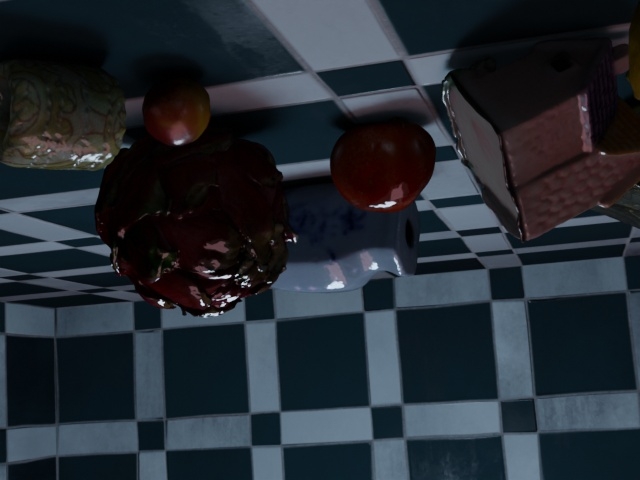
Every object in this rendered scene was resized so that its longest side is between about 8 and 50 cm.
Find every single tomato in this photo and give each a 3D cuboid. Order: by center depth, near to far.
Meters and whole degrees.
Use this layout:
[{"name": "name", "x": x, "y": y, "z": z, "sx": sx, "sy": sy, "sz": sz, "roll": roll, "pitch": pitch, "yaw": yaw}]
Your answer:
[{"name": "tomato", "x": 0.114, "y": -0.122, "z": 1.607, "sx": 0.187, "sy": 0.152, "sz": 0.187, "roll": -9, "pitch": 170, "yaw": -1}]

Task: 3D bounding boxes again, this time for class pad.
[{"name": "pad", "x": 0.487, "y": -0.090, "z": 1.734, "sx": 0.367, "sy": 0.007, "sz": 0.247, "roll": 24, "pitch": 173, "yaw": 19}]

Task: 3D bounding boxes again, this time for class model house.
[{"name": "model house", "x": 0.319, "y": -0.171, "z": 1.332, "sx": 0.237, "sy": 0.202, "sz": 0.237, "roll": -26, "pitch": 133, "yaw": -1}]

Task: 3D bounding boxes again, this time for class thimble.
[{"name": "thimble", "x": -0.346, "y": -0.160, "z": 1.241, "sx": 0.143, "sy": 0.138, "sz": 0.190, "roll": 0, "pitch": -175, "yaw": -32}]

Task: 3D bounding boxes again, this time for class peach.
[{"name": "peach", "x": -0.196, "y": -0.180, "z": 1.316, "sx": 0.100, "sy": 0.101, "sz": 0.101, "roll": -3, "pitch": 171, "yaw": -1}]

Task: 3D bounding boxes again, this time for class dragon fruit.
[{"name": "dragon fruit", "x": -0.206, "y": -0.037, "z": 1.566, "sx": 0.329, "sy": 0.330, "sz": 0.329, "roll": -3, "pitch": 171, "yaw": -1}]

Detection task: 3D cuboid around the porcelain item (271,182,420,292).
[{"name": "porcelain item", "x": 0.000, "y": 0.000, "z": 2.053, "sx": 0.405, "sy": 0.243, "sz": 0.178, "roll": -5, "pitch": 152, "yaw": 24}]

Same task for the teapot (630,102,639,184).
[{"name": "teapot", "x": 0.549, "y": -0.167, "z": 1.573, "sx": 0.165, "sy": 0.130, "sz": 0.119, "roll": -35, "pitch": 151, "yaw": -3}]

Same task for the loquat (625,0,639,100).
[{"name": "loquat", "x": 0.428, "y": -0.225, "z": 1.011, "sx": 0.234, "sy": 0.176, "sz": 0.187, "roll": -34, "pitch": -165, "yaw": 38}]
